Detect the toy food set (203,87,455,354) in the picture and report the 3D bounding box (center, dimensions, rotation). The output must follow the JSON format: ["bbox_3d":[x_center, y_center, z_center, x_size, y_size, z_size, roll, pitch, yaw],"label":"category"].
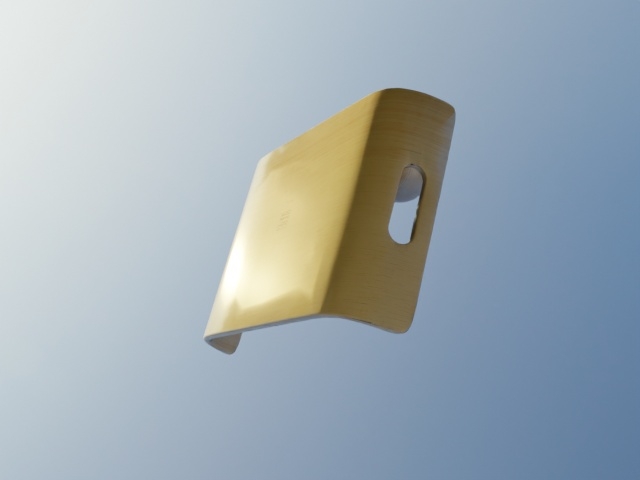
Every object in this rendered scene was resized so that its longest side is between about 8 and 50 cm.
[{"bbox_3d":[0.000,0.000,0.721,0.306,0.092,0.220,-20,-131,55],"label":"toy food set"}]
